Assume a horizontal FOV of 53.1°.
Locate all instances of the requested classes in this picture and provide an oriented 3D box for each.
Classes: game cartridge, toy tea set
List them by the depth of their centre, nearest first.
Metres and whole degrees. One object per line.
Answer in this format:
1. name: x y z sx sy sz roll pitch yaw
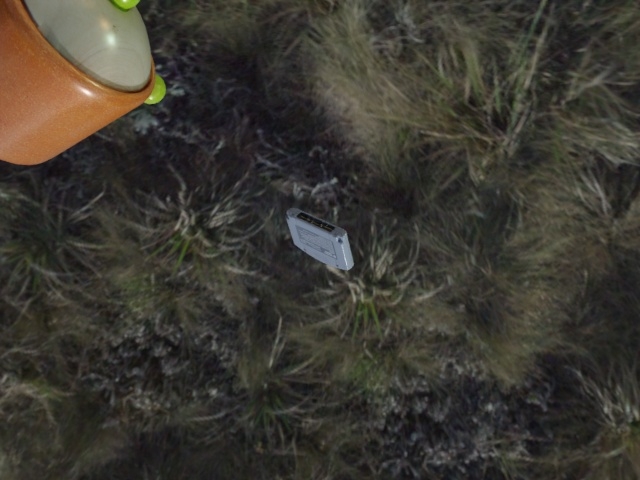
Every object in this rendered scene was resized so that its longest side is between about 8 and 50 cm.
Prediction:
1. toy tea set: -0.197 -0.116 0.262 0.124 0.336 0.200 -32 98 24
2. game cartridge: 0.000 0.000 0.691 0.083 0.017 0.056 26 142 36
